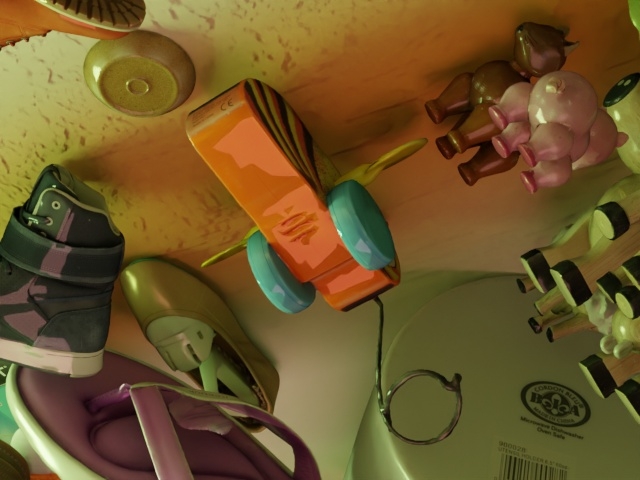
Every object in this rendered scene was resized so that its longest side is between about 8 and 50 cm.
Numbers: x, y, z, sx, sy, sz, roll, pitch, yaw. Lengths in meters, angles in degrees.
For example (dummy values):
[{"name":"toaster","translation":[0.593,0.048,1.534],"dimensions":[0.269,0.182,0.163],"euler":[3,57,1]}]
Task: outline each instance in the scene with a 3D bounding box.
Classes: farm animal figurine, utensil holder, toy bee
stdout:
[{"name":"farm animal figurine","translation":[0.231,-0.018,0.774],"dimensions":[0.172,0.330,0.327],"euler":[-31,118,-3]},{"name":"utensil holder","translation":[0.172,0.267,1.079],"dimensions":[0.327,0.328,0.386],"euler":[4,136,-7]},{"name":"toy bee","translation":[0.000,0.000,0.906],"dimensions":[0.195,0.162,0.298],"euler":[-9,112,10]}]

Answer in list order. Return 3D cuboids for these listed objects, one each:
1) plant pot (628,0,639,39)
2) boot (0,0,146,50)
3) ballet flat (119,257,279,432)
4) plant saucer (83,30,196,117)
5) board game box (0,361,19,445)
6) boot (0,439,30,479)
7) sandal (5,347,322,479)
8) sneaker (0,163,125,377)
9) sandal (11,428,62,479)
[{"name":"plant pot","translation":[0.254,-0.161,0.771],"dimensions":[0.079,0.083,0.083],"euler":[-16,139,33]},{"name":"boot","translation":[-0.198,-0.159,0.770],"dimensions":[0.157,0.059,0.085],"euler":[16,140,-7]},{"name":"ballet flat","translation":[-0.104,0.104,1.060],"dimensions":[0.080,0.073,0.232],"euler":[-22,135,21]},{"name":"plant saucer","translation":[-0.134,-0.118,0.846],"dimensions":[0.083,0.015,0.083],"euler":[-1,139,-1]},{"name":"board game box","translation":[-0.316,0.181,1.138],"dimensions":[0.253,0.079,0.336],"euler":[-20,136,20]},{"name":"boot","translation":[-0.368,0.246,1.061],"dimensions":[0.220,0.109,0.283],"euler":[6,152,17]},{"name":"sandal","translation":[-0.072,0.186,0.935],"dimensions":[0.416,0.169,0.102],"euler":[33,118,16]},{"name":"sneaker","translation":[-0.266,0.010,0.899],"dimensions":[0.226,0.086,0.164],"euler":[11,109,-20]},{"name":"sandal","translation":[-0.194,0.245,1.097],"dimensions":[0.102,0.076,0.265],"euler":[-1,134,39]}]
